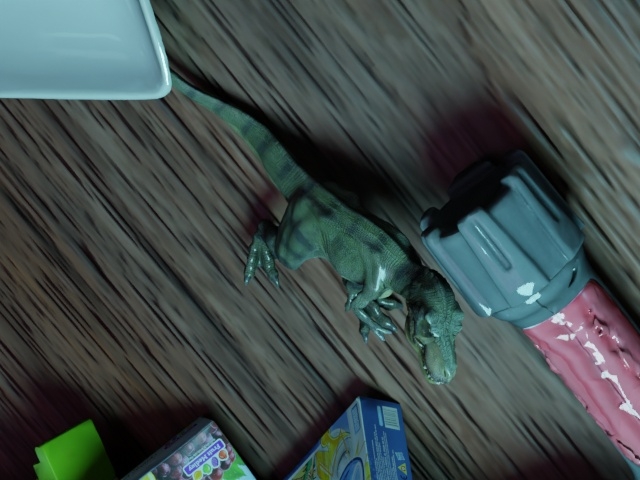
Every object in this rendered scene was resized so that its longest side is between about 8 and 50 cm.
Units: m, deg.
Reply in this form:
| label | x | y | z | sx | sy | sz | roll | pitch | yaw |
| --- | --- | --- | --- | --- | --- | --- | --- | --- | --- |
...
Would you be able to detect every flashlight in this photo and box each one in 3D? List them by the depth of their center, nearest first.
| label | x | y | z | sx | sy | sz | roll | pitch | yaw |
| --- | --- | --- | --- | --- | --- | --- | --- | --- | --- |
| flashlight | 0.174 | 0.091 | 0.889 | 0.304 | 0.103 | 0.103 | 51 | 148 | -12 |

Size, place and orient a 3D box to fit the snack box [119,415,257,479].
| label | x | y | z | sx | sy | sz | roll | pitch | yaw |
| --- | --- | --- | --- | --- | --- | --- | --- | --- | --- |
| snack box | -0.106 | 0.207 | 1.112 | 0.100 | 0.141 | 0.037 | 55 | 165 | -13 |

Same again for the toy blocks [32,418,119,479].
| label | x | y | z | sx | sy | sz | roll | pitch | yaw |
| --- | --- | --- | --- | --- | --- | --- | --- | --- | --- |
| toy blocks | -0.206 | 0.345 | 1.229 | 0.261 | 0.190 | 0.381 | -18 | 98 | 46 |

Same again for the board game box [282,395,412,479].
| label | x | y | z | sx | sy | sz | roll | pitch | yaw |
| --- | --- | --- | --- | --- | --- | --- | --- | --- | --- |
| board game box | 0.019 | 0.222 | 1.018 | 0.035 | 0.201 | 0.136 | 14 | 136 | -25 |

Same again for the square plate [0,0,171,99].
| label | x | y | z | sx | sy | sz | roll | pitch | yaw |
| --- | --- | --- | --- | --- | --- | --- | --- | --- | --- |
| square plate | -0.265 | -0.249 | 0.961 | 0.347 | 0.049 | 0.344 | 3 | 120 | 28 |

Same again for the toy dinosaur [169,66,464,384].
| label | x | y | z | sx | sy | sz | roll | pitch | yaw |
| --- | --- | --- | --- | --- | --- | --- | --- | --- | --- |
| toy dinosaur | 0.000 | 0.000 | 0.958 | 0.268 | 0.064 | 0.118 | 42 | 154 | 25 |
